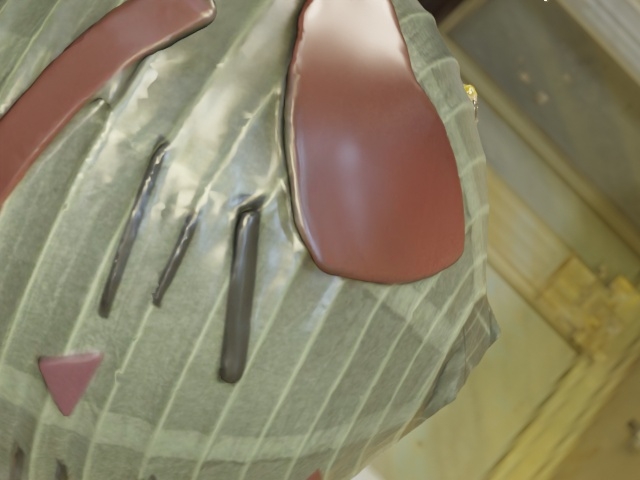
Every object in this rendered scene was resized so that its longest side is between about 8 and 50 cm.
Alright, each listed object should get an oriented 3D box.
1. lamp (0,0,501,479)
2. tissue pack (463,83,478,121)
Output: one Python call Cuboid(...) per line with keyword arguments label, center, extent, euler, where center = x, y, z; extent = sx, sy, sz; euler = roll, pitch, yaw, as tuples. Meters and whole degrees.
Cuboid(label="lamp", center=(-0.047, -0.009, 0.556), extent=(0.233, 0.233, 0.265), euler=(-50, 164, -45))
Cuboid(label="tissue pack", center=(0.000, 0.000, 1.127), extent=(0.271, 0.192, 0.134), euler=(100, -2, -52))
